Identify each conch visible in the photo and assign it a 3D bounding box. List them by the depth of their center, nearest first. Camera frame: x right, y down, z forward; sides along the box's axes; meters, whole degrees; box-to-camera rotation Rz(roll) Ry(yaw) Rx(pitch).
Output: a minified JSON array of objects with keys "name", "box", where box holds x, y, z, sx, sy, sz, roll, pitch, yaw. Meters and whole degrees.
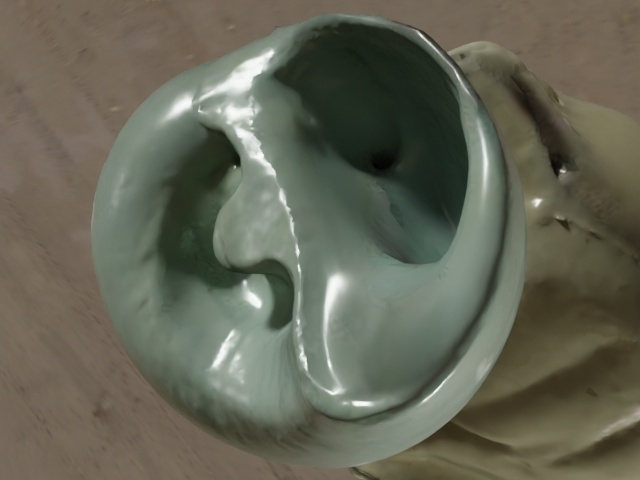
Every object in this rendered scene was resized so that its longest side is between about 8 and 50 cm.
[{"name":"conch","box":[0.003,-0.001,0.695,0.121,0.221,0.185,-8,-64,-39]}]

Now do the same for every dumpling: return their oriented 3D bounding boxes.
[{"name":"dumpling","box":[0.134,0.062,1.165,0.315,0.233,0.395,-36,-56,9]}]
